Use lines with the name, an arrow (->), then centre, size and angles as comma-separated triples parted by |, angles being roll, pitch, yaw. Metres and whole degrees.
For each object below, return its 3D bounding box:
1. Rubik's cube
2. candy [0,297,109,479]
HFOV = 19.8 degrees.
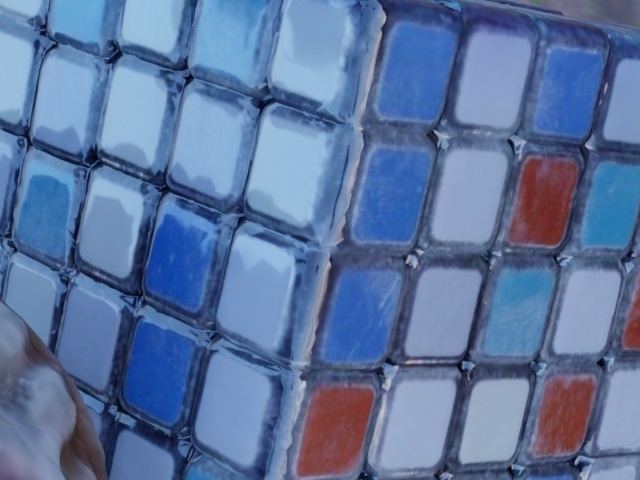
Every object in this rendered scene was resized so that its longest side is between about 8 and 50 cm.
Rubik's cube -> 0.000, 0.000, 0.967 | 0.292, 0.287, 0.293 | 18, 101, 45
candy -> -0.199, 0.115, 0.735 | 0.214, 0.289, 0.157 | 42, 112, -9
